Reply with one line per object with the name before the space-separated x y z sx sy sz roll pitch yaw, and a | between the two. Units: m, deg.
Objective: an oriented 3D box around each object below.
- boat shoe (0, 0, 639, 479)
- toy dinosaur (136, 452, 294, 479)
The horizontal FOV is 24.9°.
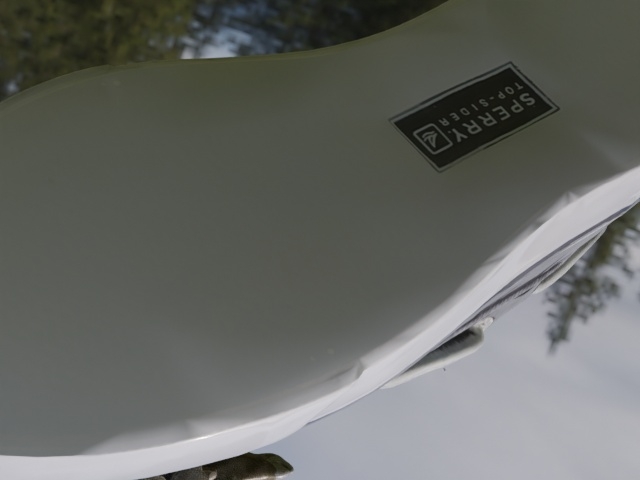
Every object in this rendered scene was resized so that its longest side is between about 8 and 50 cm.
boat shoe | 0.000 0.000 0.419 0.301 0.102 0.108 -28 -112 -37
toy dinosaur | -0.163 0.129 1.008 0.313 0.121 0.160 36 180 -18
